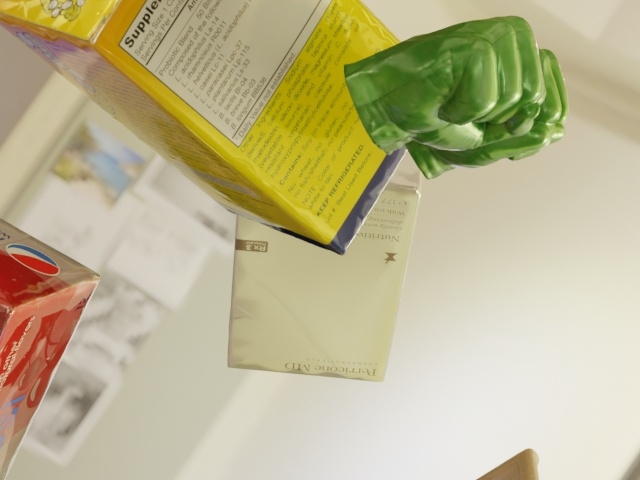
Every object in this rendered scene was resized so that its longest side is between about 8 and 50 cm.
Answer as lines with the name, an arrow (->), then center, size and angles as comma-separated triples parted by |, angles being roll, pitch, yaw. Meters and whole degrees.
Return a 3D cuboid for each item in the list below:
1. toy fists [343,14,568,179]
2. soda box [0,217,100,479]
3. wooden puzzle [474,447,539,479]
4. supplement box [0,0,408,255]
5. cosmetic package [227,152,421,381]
toy fists -> 0.125, -0.112, 1.422 | 0.096, 0.142, 0.279 | 70, 14, 13
soda box -> -0.198, 0.113, 0.761 | 0.083, 0.263, 0.092 | 29, 14, 11
wooden puzzle -> 0.076, 0.348, 1.555 | 0.080, 0.322, 0.348 | 54, 13, -9
supplement box -> -0.090, -0.172, 1.575 | 0.195, 0.194, 0.356 | 21, -15, 48
cosmetic package -> 0.000, 0.000, 2.137 | 0.217, 0.156, 0.385 | 4, -41, 0
